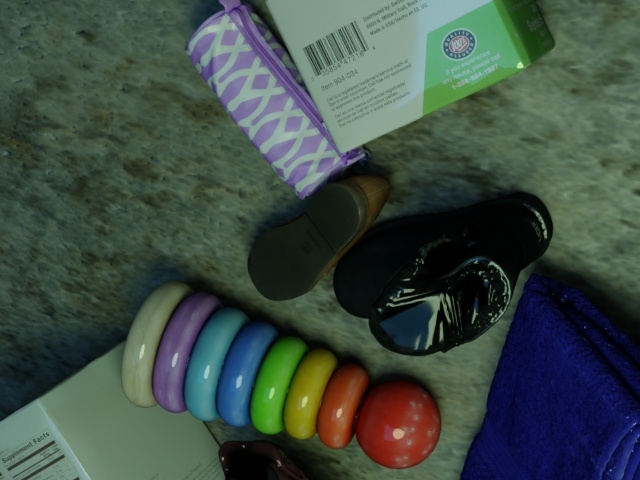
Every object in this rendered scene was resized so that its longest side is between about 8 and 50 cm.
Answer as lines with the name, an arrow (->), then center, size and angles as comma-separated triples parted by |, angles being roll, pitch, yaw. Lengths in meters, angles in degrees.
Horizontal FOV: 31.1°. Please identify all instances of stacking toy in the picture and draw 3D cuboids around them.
stacking toy -> -0.033, 0.149, 1.198 | 0.330, 0.141, 0.141 | 15, 113, 14

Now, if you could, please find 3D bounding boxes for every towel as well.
towel -> 0.211, 0.213, 1.052 | 0.228, 0.076, 0.308 | 49, 135, 46

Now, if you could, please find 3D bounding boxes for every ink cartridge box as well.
ink cartridge box -> 0.055, -0.245, 1.023 | 0.198, 0.115, 0.273 | -23, 97, 29

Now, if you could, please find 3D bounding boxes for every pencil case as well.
pencil case -> -0.043, -0.136, 1.121 | 0.206, 0.086, 0.088 | 50, 154, 1

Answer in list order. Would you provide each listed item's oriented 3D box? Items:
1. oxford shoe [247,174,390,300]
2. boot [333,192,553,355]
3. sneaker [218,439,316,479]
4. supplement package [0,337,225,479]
oxford shoe -> 0.000, 0.000, 1.163 | 0.212, 0.076, 0.076 | -37, 83, 46
boot -> 0.082, 0.040, 1.054 | 0.246, 0.207, 0.094 | -19, 98, 30
sneaker -> -0.007, 0.298, 1.176 | 0.281, 0.106, 0.162 | 30, 163, 27
supplement package -> -0.244, 0.283, 1.292 | 0.198, 0.199, 0.263 | -32, 92, 31
